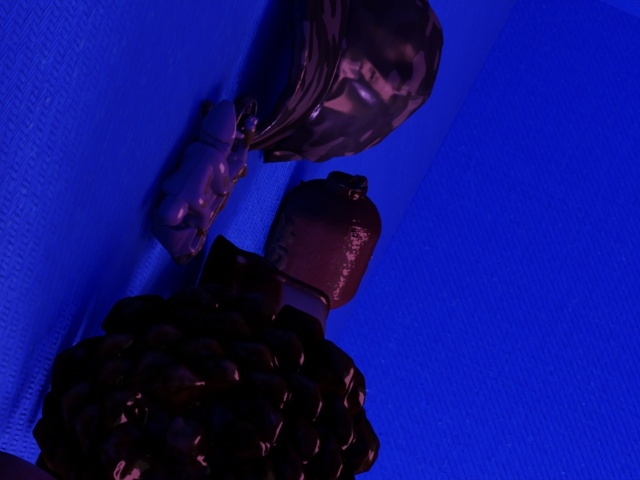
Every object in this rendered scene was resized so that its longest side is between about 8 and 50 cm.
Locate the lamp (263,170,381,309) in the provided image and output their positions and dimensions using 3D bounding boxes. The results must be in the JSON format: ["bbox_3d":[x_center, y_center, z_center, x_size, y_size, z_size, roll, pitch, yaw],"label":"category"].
[{"bbox_3d":[0.000,0.000,2.364,0.258,0.180,0.180,-69,170,19],"label":"lamp"}]

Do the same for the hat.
[{"bbox_3d":[0.040,-0.216,1.903,0.381,0.257,0.366,-95,-156,-69],"label":"hat"}]

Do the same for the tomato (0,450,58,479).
[{"bbox_3d":[-0.305,0.308,1.249,0.256,0.225,0.255,-14,106,-58],"label":"tomato"}]

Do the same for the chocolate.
[{"bbox_3d":[-0.089,0.142,1.933,0.283,0.186,0.283,-165,-90,-83],"label":"chocolate"}]

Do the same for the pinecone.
[{"bbox_3d":[-0.127,0.253,1.618,0.397,0.398,0.397,-61,171,-17],"label":"pinecone"}]

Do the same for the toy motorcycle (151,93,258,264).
[{"bbox_3d":[-0.139,-0.064,1.665,0.225,0.073,0.152,-66,168,17],"label":"toy motorcycle"}]
